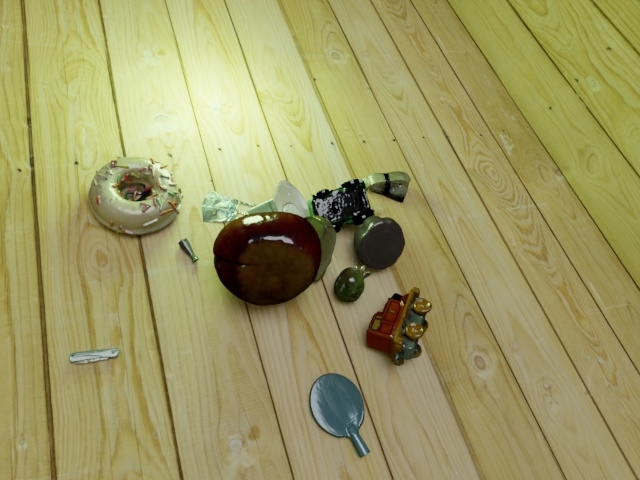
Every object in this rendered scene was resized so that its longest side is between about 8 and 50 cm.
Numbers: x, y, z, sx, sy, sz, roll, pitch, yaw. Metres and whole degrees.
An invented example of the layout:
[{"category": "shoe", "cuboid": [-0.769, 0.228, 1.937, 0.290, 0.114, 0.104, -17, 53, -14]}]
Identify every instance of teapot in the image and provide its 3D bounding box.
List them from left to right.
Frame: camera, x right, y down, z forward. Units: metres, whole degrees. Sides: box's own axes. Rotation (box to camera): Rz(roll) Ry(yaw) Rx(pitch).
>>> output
[{"category": "teapot", "cuboid": [-0.553, 0.046, 1.866, 0.042, 0.043, 0.111, -30, 77, -30]}]

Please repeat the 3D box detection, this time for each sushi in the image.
[{"category": "sushi", "cuboid": [0.341, -0.312, 2.318, 0.272, 0.109, 0.134, 15, 57, -8]}]

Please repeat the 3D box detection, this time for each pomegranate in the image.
[{"category": "pomegranate", "cuboid": [0.145, 0.183, 1.955, 0.131, 0.152, 0.191, 39, 36, 14]}]

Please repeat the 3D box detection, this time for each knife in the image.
[{"category": "knife", "cuboid": [-0.806, 0.412, 1.578, 0.162, 0.023, 0.044, -2, 60, -19]}]

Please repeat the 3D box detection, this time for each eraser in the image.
[{"category": "eraser", "cuboid": [-0.154, -0.174, 2.108, 0.204, 0.059, 0.243, -5, 66, -20]}]

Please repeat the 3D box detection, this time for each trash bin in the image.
[{"category": "trash bin", "cuboid": [-0.250, -0.113, 1.998, 0.130, 0.059, 0.116, -25, 73, -3]}]

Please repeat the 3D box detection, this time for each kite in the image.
[{"category": "kite", "cuboid": [-0.389, -0.148, 2.045, 0.309, 0.015, 0.169, 5, 59, -15]}]

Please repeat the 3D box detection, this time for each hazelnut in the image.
[{"category": "hazelnut", "cuboid": [-0.206, 0.070, 1.778, 0.429, 0.402, 0.402, -17, 66, -8]}]

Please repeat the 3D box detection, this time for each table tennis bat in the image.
[{"category": "table tennis bat", "cuboid": [0.086, 0.669, 1.706, 0.215, 0.044, 0.329, -21, 67, -28]}]

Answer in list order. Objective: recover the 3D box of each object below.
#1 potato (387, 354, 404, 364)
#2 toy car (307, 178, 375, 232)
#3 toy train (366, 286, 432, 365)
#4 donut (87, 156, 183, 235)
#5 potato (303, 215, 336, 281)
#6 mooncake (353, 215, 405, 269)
[{"category": "potato", "cuboid": [0.320, 0.489, 1.884, 0.092, 0.045, 0.046, 40, 93, 10]}, {"category": "toy car", "cuboid": [0.113, -0.161, 2.120, 0.358, 0.176, 0.213, -19, 91, -18]}, {"category": "toy train", "cuboid": [0.333, 0.362, 1.876, 0.231, 0.163, 0.369, 14, 43, 18]}, {"category": "donut", "cuboid": [-0.779, -0.199, 1.875, 0.382, 0.142, 0.383, 8, 60, -14]}, {"category": "potato", "cuboid": [0.000, 0.000, 1.929, 0.112, 0.255, 0.269, -15, 66, -38]}, {"category": "mooncake", "cuboid": [0.269, 0.007, 2.044, 0.244, 0.245, 0.133, 3, 23, -16]}]
